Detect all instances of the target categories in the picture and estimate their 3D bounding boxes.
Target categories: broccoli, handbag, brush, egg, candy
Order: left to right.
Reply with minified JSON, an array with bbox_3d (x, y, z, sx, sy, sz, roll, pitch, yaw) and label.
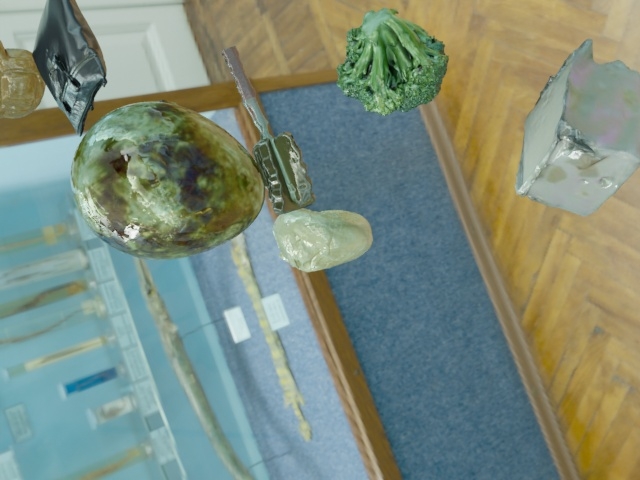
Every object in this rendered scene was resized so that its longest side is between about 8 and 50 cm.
[{"bbox_3d":[-0.455,-0.328,1.332,0.254,0.088,0.211,-36,76,57],"label":"handbag"},{"bbox_3d":[-0.229,-0.084,1.113,0.238,0.289,0.238,-165,90,-83],"label":"egg"},{"bbox_3d":[-0.095,-0.191,1.249,0.071,0.084,0.301,-20,92,56],"label":"brush"},{"bbox_3d":[0.170,-0.426,1.738,0.294,0.265,0.245,13,148,48],"label":"broccoli"},{"bbox_3d":[0.385,-0.156,1.081,0.137,0.195,0.185,17,149,0],"label":"candy"}]

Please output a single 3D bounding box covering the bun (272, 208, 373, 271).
[{"bbox_3d":[0.000,0.000,1.622,0.229,0.229,0.145,20,101,47],"label":"bun"}]

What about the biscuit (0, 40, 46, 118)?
[{"bbox_3d":[-0.747,-0.323,1.466,0.051,0.376,0.269,62,143,37],"label":"biscuit"}]

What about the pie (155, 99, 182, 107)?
[{"bbox_3d":[-0.335,-0.122,1.522,0.354,0.103,0.288,-26,81,40],"label":"pie"}]
